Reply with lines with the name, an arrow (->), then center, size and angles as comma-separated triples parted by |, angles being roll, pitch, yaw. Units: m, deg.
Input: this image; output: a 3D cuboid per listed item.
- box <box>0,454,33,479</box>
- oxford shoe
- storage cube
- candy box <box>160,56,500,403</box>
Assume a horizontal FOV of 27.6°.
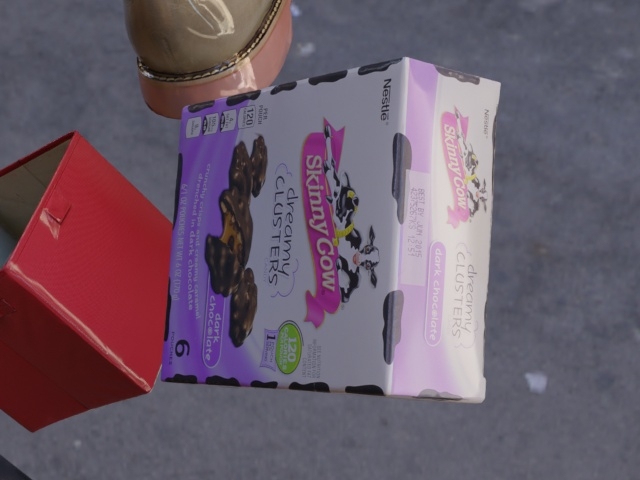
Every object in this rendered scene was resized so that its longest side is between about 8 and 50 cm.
box -> -0.266, 0.219, 0.880 | 0.220, 0.051, 0.175 | 30, 45, 30
oxford shoe -> -0.070, -0.269, 1.049 | 0.140, 0.146, 0.397 | -6, 41, 11
storage cube -> -0.261, 0.043, 1.281 | 0.183, 0.193, 0.215 | -22, 35, 35
candy box -> 0.000, 0.000, 0.702 | 0.070, 0.165, 0.196 | 9, -9, -39
